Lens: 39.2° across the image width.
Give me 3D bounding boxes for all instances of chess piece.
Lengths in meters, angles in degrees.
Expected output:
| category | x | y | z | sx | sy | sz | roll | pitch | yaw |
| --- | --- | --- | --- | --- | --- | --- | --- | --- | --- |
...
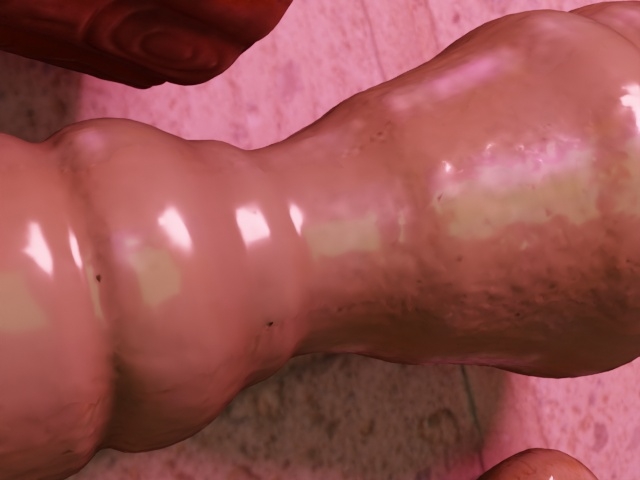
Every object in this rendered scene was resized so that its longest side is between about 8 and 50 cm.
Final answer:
| category | x | y | z | sx | sy | sz | roll | pitch | yaw |
| --- | --- | --- | --- | --- | --- | --- | --- | --- | --- |
| chess piece | 0.000 | 0.000 | 0.479 | 0.442 | 0.234 | 0.234 | -11 | 92 | -23 |

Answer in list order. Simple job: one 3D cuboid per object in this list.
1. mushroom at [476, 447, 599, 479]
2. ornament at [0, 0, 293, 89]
| category | x | y | z | sx | sy | sz | roll | pitch | yaw |
| --- | --- | --- | --- | --- | --- | --- | --- | --- | --- |
| mushroom | 0.152 | 0.214 | 0.603 | 0.148 | 0.112 | 0.148 | -3 | 97 | -26 |
| ornament | -0.121 | -0.175 | 0.405 | 0.218 | 0.221 | 0.235 | 8 | 107 | -58 |
